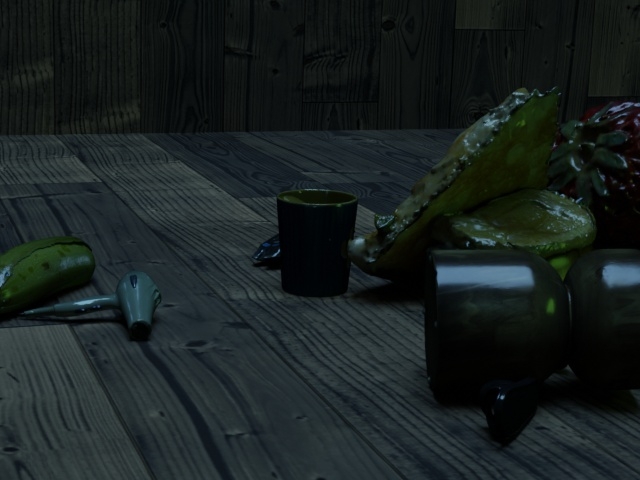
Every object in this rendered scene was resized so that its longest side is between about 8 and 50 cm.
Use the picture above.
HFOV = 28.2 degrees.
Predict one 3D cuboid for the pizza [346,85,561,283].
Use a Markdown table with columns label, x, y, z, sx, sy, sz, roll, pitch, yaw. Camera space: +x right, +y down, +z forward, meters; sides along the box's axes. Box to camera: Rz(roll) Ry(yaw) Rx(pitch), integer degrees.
| label | x | y | z | sx | sy | sz | roll | pitch | yaw |
| --- | --- | --- | --- | --- | --- | --- | --- | --- | --- |
| pizza | 0.212 | -0.045 | 2.074 | 0.392 | 0.435 | 0.080 | -32 | 59 | -15 |

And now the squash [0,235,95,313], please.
| label | x | y | z | sx | sy | sz | roll | pitch | yaw |
| --- | --- | --- | --- | --- | --- | --- | --- | --- | --- |
| squash | -0.444 | 0.050 | 1.929 | 0.095 | 0.094 | 0.341 | 6 | 14 | 19 |

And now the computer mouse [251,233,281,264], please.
| label | x | y | z | sx | sy | sz | roll | pitch | yaw |
| --- | --- | --- | --- | --- | --- | --- | --- | --- | --- |
| computer mouse | -0.061 | 0.017 | 2.231 | 0.079 | 0.047 | 0.135 | -3 | 18 | 43 |

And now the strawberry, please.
| label | x | y | z | sx | sy | sz | roll | pitch | yaw |
| --- | --- | --- | --- | --- | --- | --- | --- | --- | --- |
| strawberry | 0.633 | -0.121 | 2.493 | 0.345 | 0.295 | 0.317 | 14 | -31 | -31 |

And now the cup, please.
| label | x | y | z | sx | sy | sz | roll | pitch | yaw |
| --- | --- | --- | --- | --- | --- | --- | --- | --- | --- |
| cup | 0.000 | 0.000 | 2.069 | 0.131 | 0.155 | 0.176 | 7 | 12 | 20 |

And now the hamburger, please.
| label | x | y | z | sx | sy | sz | roll | pitch | yaw |
| --- | --- | --- | --- | --- | --- | --- | --- | --- | --- |
| hamburger | 0.331 | 0.023 | 2.007 | 0.309 | 0.132 | 0.211 | -15 | 38 | -37 |

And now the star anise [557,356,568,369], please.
| label | x | y | z | sx | sy | sz | roll | pitch | yaw |
| --- | --- | --- | --- | --- | --- | --- | --- | --- | --- |
| star anise | 0.314 | 0.137 | 1.717 | 0.191 | 0.070 | 0.097 | 8 | 41 | 19 |

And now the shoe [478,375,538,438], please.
| label | x | y | z | sx | sy | sz | roll | pitch | yaw |
| --- | --- | --- | --- | --- | --- | --- | --- | --- | --- |
| shoe | 0.212 | 0.189 | 1.475 | 0.053 | 0.062 | 0.159 | 6 | 7 | 27 |

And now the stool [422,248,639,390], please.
| label | x | y | z | sx | sy | sz | roll | pitch | yaw |
| --- | --- | --- | --- | --- | --- | --- | --- | --- | --- |
| stool | 0.266 | 0.099 | 1.593 | 0.264 | 0.179 | 0.179 | 0 | 13 | 0 |

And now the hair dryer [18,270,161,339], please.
| label | x | y | z | sx | sy | sz | roll | pitch | yaw |
| --- | --- | --- | --- | --- | --- | --- | --- | --- | --- |
| hair dryer | -0.317 | 0.105 | 1.811 | 0.199 | 0.067 | 0.167 | -14 | 23 | -19 |
